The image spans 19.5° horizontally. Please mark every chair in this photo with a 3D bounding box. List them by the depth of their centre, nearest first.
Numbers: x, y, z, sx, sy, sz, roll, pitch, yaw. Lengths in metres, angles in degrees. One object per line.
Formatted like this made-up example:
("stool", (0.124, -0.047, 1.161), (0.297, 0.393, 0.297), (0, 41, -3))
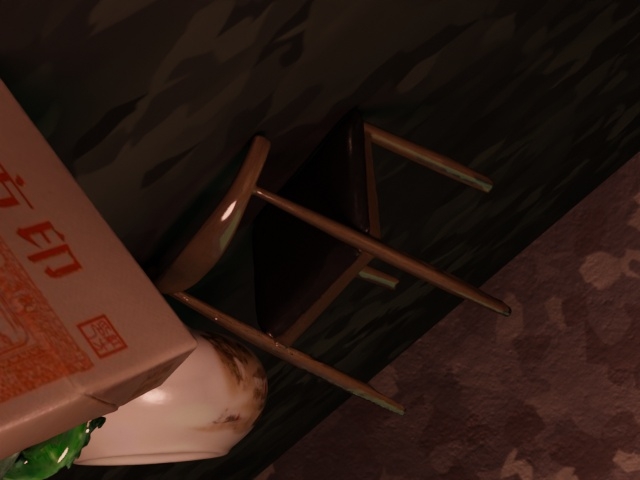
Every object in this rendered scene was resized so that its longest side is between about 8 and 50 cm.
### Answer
("chair", (0.000, 0.000, 1.566), (0.272, 0.166, 0.188), (22, 132, -25))

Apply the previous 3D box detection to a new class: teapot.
("teapot", (-0.148, 0.119, 1.581), (0.204, 0.139, 0.298), (-6, 171, -3))

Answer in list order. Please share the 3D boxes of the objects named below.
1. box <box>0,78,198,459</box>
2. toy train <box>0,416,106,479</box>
("box", (-0.235, 0.030, 0.851), (0.051, 0.204, 0.365), (-47, 165, 34))
("toy train", (-0.245, 0.104, 1.052), (0.243, 0.188, 0.132), (-58, 164, -5))
